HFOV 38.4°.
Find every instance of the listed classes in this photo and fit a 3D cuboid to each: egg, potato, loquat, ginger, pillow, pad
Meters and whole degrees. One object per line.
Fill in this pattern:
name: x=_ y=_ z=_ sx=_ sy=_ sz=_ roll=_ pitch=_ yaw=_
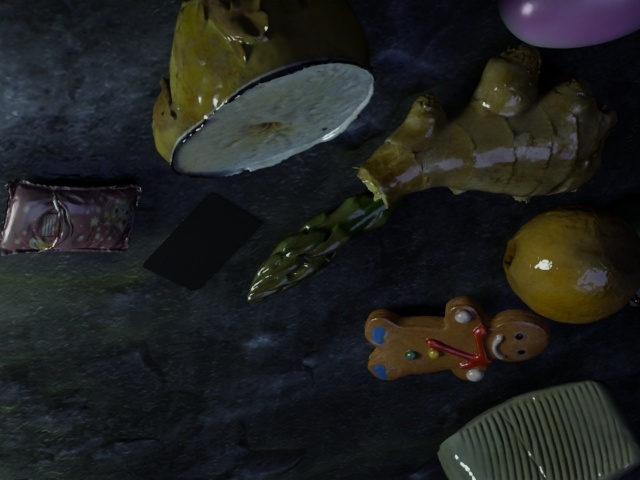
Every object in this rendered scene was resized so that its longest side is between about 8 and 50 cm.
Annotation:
egg: x=0.360 y=-0.349 z=1.180 sx=0.271 sy=0.196 sz=0.196 roll=-40 pitch=134 yaw=11
potato: x=-0.079 y=-0.215 z=1.098 sx=0.246 sy=0.196 sz=0.299 roll=-3 pitch=159 yaw=-41
loquat: x=0.429 y=0.036 z=1.550 sx=0.238 sy=0.193 sz=0.238 roll=9 pitch=144 yaw=6
ginger: x=0.248 y=-0.151 z=1.324 sx=0.375 sy=0.166 sz=0.236 roll=-9 pitch=141 yaw=-27
pillow: x=-0.335 y=-0.031 z=1.221 sx=0.184 sy=0.043 sz=0.118 roll=0 pitch=122 yaw=-31
pad: x=-0.175 y=0.005 z=1.359 sx=0.157 sy=0.003 sz=0.112 roll=-45 pitch=133 yaw=15

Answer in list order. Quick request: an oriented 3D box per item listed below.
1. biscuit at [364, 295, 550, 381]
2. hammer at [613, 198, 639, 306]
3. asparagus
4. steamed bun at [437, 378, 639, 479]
biscuit: x=0.237 y=0.179 z=1.604 sx=0.323 sy=0.049 sz=0.205 roll=-4 pitch=133 yaw=7
hammer: x=0.672 y=-0.014 z=1.700 sx=0.335 sy=0.119 sz=0.207 roll=-20 pitch=135 yaw=-19
asparagus: x=0.000 y=0.000 z=1.393 sx=0.287 sy=0.080 sz=0.080 roll=-39 pitch=135 yaw=-2
steamed bun: x=0.448 y=0.450 z=1.902 sx=0.383 sy=0.247 sz=0.236 roll=-22 pitch=155 yaw=-8
